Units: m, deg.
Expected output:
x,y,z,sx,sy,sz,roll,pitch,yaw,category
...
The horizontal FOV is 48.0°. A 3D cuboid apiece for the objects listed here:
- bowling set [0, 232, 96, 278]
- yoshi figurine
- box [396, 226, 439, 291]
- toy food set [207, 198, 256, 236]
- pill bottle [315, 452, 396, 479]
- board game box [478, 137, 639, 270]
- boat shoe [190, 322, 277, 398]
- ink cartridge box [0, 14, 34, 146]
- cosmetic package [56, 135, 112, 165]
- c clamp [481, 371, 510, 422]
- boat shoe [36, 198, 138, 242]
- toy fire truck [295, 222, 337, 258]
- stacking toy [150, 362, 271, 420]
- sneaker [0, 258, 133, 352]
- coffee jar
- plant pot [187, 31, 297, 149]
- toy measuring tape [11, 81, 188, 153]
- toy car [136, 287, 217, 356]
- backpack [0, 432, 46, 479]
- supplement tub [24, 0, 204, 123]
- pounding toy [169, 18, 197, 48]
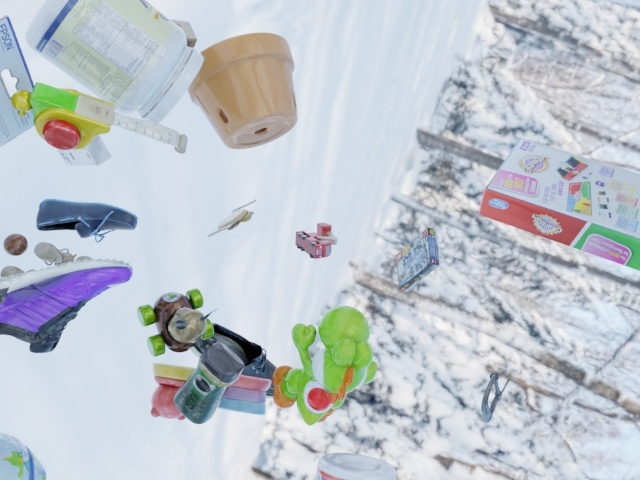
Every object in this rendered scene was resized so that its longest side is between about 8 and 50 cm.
x,y,z,sx,sy,sz,roll,pitch,yaw,category
-0.639,0.072,1.680,0.287,0.199,0.154,-30,159,1,bowling set
0.022,0.264,1.594,0.204,0.203,0.362,-22,162,-32,yoshi figurine
0.217,0.044,1.619,0.137,0.027,0.093,131,-34,-50,box
-0.287,-0.061,2.398,0.132,0.038,0.192,-21,-161,35,toy food set
0.043,0.449,1.097,0.124,0.124,0.221,20,76,-84,pill bottle
0.494,-0.079,1.377,0.242,0.317,0.064,-46,151,-46,board game box
-0.217,0.341,2.088,0.113,0.340,0.127,-41,-161,32,boat shoe
-0.688,-0.242,1.306,0.330,0.071,0.324,-41,168,-23,ink cartridge box
-0.729,-0.280,2.185,0.060,0.239,0.098,-42,119,-30,cosmetic package
0.415,0.367,1.729,0.137,0.022,0.160,-62,150,-18,c clamp
-0.585,-0.040,1.805,0.109,0.258,0.089,67,29,-61,boat shoe
0.000,0.000,2.118,0.192,0.135,0.047,33,-54,57,toy fire truck
-0.297,0.399,1.852,0.279,0.309,0.130,157,-57,-69,stacking toy
-0.469,0.119,1.258,0.102,0.294,0.146,174,-96,-73,sneaker
-0.246,0.315,1.592,0.184,0.096,0.079,-55,166,28,coffee jar
-0.183,-0.366,1.841,0.291,0.291,0.203,76,-7,-81,plant pot
-0.432,-0.214,1.404,0.121,0.330,0.121,-50,-149,46,toy measuring tape
-0.316,0.181,1.664,0.155,0.148,0.188,-18,176,-30,toy car
-0.687,0.541,1.372,0.273,0.290,0.355,3,96,-40,backpack
-0.445,-0.428,1.579,0.235,0.325,0.235,-42,-154,26,supplement tub
-0.383,-0.495,1.825,0.141,0.100,0.130,-3,143,-36,pounding toy
